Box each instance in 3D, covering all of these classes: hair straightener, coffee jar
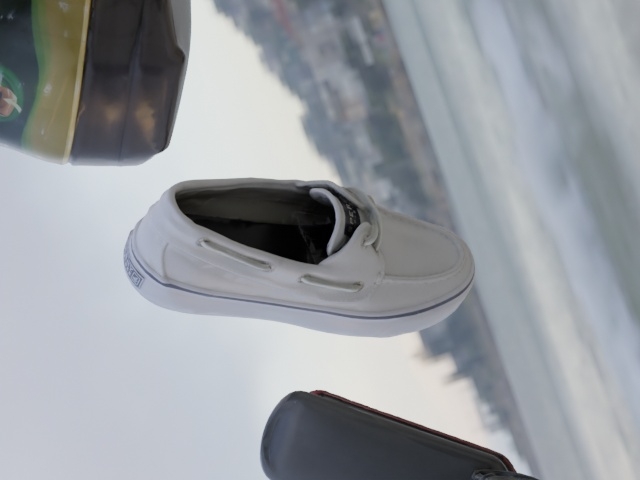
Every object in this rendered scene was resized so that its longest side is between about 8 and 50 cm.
[{"bbox_3d":[0.080,0.116,0.760,0.047,0.230,0.089,-66,-15,1],"label":"hair straightener"},{"bbox_3d":[-0.134,-0.079,0.639,0.096,0.184,0.079,-94,15,-47],"label":"coffee jar"}]

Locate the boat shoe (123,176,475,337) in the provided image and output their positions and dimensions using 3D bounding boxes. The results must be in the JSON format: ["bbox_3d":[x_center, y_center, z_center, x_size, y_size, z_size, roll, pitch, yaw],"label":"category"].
[{"bbox_3d":[0.000,0.000,1.334,0.088,0.267,0.096,-55,37,44],"label":"boat shoe"}]
